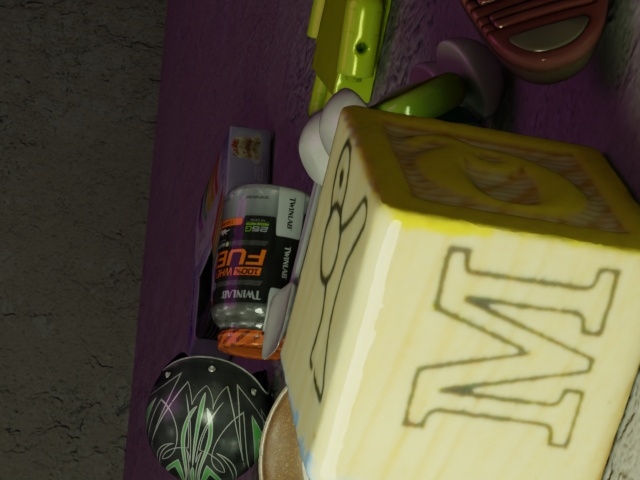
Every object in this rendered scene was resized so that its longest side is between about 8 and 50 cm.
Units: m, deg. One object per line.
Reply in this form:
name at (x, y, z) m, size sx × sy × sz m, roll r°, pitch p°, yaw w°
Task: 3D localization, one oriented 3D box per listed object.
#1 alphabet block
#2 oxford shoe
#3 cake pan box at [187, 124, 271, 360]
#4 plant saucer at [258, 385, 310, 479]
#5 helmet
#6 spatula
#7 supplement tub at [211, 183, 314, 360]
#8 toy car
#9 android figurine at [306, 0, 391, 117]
alphabet block at (0.093, 0.045, 1.223) m, size 0.192 × 0.193 × 0.197 m, roll -109°, pitch 30°, yaw -63°
oxford shoe at (0.155, -0.213, 1.412) m, size 0.348 × 0.123 × 0.130 m, roll -96°, pitch -7°, yaw -48°
cake pan box at (-0.129, 0.013, 2.627) m, size 0.246 × 0.070 × 0.267 m, roll 114°, pitch 161°, yaw -58°
plant saucer at (0.052, 0.172, 1.398) m, size 0.036 × 0.198 × 0.198 m, roll -22°, pitch -55°, yaw -71°
helmet at (-0.136, 0.214, 2.267) m, size 0.161 × 0.169 × 0.169 m, roll -59°, pitch -19°, yaw -78°
spatula at (0.000, 0.000, 1.978) m, size 0.168 × 0.019 × 0.242 m, roll -39°, pitch 33°, yaw 55°
supplement tub at (-0.064, 0.038, 2.167) m, size 0.117 × 0.117 × 0.190 m, roll 136°, pitch 141°, yaw -71°
toy car at (0.080, -0.077, 1.563) m, size 0.136 × 0.159 × 0.182 m, roll 63°, pitch 164°, yaw 2°
android figurine at (0.034, -0.256, 2.084) m, size 0.248 × 0.056 × 0.273 m, roll -114°, pitch 33°, yaw -70°
